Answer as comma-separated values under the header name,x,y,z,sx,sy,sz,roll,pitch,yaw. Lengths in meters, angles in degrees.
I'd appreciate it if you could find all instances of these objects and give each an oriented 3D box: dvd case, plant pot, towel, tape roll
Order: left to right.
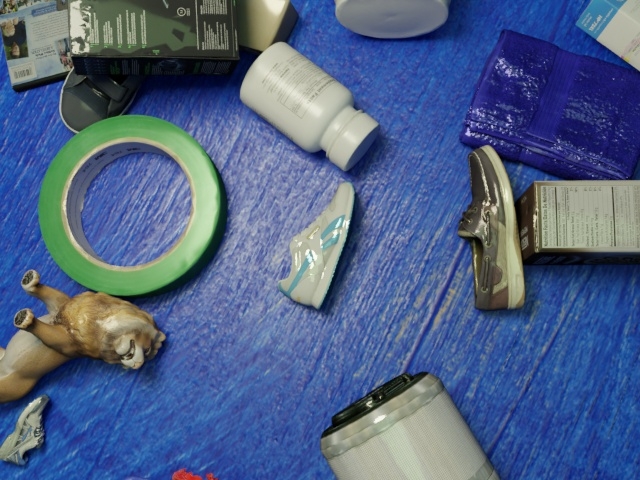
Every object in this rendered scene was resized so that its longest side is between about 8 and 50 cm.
name,x,y,z,sx,sy,sz,roll,pitch,yaw
dvd case,-0.520,-0.422,1.438,0.181,0.022,0.252,-15,81,1
tape roll,-0.330,-0.059,1.343,0.322,0.077,0.321,-1,82,5
plant pot,-0.112,-0.388,1.366,0.109,0.109,0.096,17,94,6
towel,0.421,-0.228,1.314,0.308,0.076,0.227,21,84,7

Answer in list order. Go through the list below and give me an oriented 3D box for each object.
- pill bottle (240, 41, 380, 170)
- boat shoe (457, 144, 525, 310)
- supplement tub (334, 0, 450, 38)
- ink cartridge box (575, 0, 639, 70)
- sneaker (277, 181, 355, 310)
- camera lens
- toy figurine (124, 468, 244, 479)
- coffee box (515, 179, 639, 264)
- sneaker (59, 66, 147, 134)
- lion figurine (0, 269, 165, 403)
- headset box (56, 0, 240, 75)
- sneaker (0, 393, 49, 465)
name,x,y,z,sx,sy,sz,roll,pitch,yaw
pill bottle,-0.015,-0.229,1.317,0.229,0.131,0.131,39,86,9
boat shoe,0.279,-0.019,1.282,0.092,0.103,0.285,-9,87,-2
supplement tub,0.129,-0.534,1.304,0.229,0.228,0.316,2,82,4
ink cartridge box,0.577,-0.360,1.299,0.231,0.078,0.134,40,61,9
sneaker,0.000,0.000,1.306,0.092,0.087,0.228,19,81,9
camera lens,0.146,0.359,1.172,0.219,0.219,0.274,-31,81,-1
toy figurine,-0.293,0.522,1.250,0.217,0.191,0.362,15,90,37
coffee box,0.481,-0.025,1.234,0.297,0.168,0.118,0,81,5
sneaker,-0.359,-0.330,1.352,0.126,0.127,0.321,37,86,-8
lion figurine,-0.480,0.188,1.281,0.392,0.240,0.142,-23,52,16
headset box,-0.284,-0.400,1.232,0.283,0.131,0.246,-4,90,-14
sneaker,-0.501,0.330,1.315,0.058,0.052,0.135,31,92,-2
